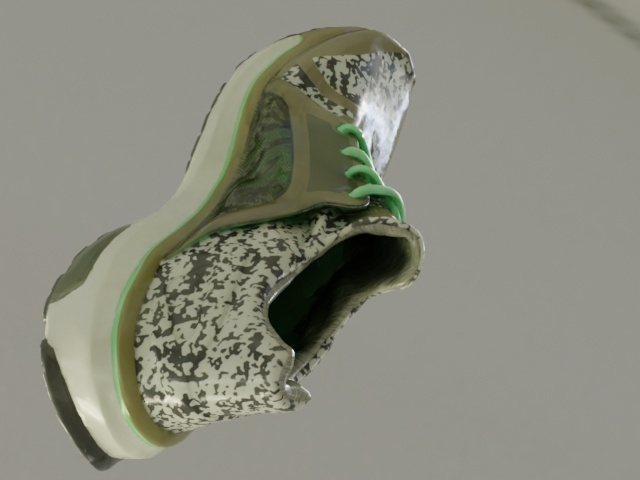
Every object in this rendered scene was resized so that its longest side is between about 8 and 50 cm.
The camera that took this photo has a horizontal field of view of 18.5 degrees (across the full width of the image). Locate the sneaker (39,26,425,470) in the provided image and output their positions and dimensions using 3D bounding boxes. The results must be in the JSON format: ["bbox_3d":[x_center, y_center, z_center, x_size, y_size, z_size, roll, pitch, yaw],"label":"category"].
[{"bbox_3d":[0.000,0.000,1.254,0.182,0.158,0.410,2,-142,29],"label":"sneaker"}]
